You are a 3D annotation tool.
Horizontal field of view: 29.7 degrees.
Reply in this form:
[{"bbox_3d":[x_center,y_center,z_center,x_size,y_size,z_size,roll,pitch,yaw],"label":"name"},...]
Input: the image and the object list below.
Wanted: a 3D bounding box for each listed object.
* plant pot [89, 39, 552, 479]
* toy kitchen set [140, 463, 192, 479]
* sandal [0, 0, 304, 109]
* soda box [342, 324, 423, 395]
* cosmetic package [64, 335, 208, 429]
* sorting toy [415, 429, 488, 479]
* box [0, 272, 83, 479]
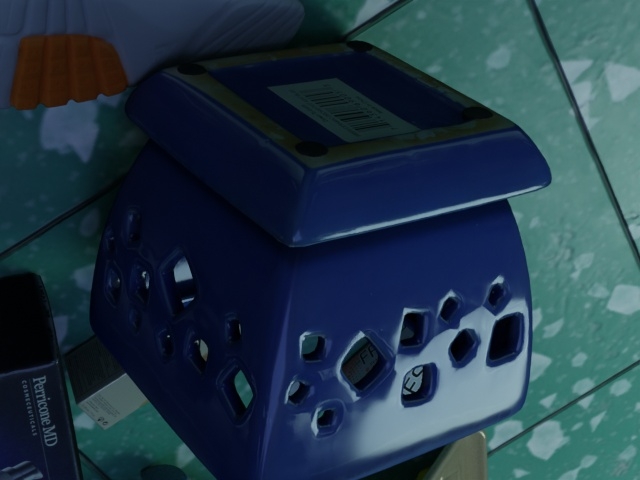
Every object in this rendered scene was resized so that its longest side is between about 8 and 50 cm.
[{"bbox_3d":[0.000,0.000,0.796,0.236,0.236,0.212,-12,124,-34],"label":"plant pot"},{"bbox_3d":[-0.183,0.284,0.994,0.207,0.166,0.122,-34,128,4],"label":"toy kitchen set"},{"bbox_3d":[-0.131,-0.145,0.766,0.265,0.076,0.102,-10,148,-42],"label":"sandal"},{"bbox_3d":[0.088,0.100,1.038,0.183,0.063,0.058,-44,129,12],"label":"soda box"},{"bbox_3d":[-0.137,0.089,0.939,0.115,0.060,0.041,-32,132,4],"label":"cosmetic package"},{"bbox_3d":[0.093,0.300,1.159,0.208,0.038,0.193,-43,140,-36],"label":"sorting toy"},{"bbox_3d":[-0.287,0.130,0.876,0.207,0.108,0.153,-12,128,-13],"label":"box"}]
